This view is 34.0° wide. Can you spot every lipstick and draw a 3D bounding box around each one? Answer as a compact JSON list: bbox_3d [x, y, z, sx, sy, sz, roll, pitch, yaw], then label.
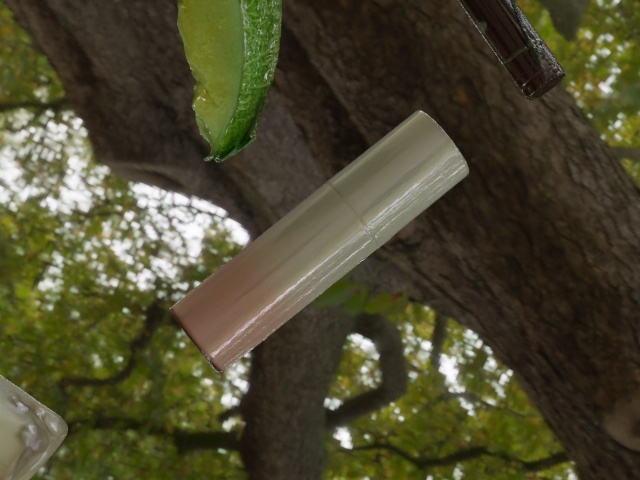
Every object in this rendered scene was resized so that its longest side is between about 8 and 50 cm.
[{"bbox_3d":[0.000,0.000,1.072,0.326,0.087,0.087,-39,-144,-4],"label":"lipstick"}]

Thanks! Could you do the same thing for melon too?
[{"bbox_3d":[-0.094,-0.240,0.989,0.124,0.324,0.196,-14,-161,7],"label":"melon"}]

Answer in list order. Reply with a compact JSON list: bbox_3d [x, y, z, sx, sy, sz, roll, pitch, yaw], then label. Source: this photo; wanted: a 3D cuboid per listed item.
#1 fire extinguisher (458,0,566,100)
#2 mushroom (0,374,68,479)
[{"bbox_3d":[0.169,-0.208,0.968,0.157,0.045,0.078,58,-21,9],"label":"fire extinguisher"},{"bbox_3d":[-0.380,0.089,0.749,0.325,0.353,0.353,-36,-137,22],"label":"mushroom"}]
